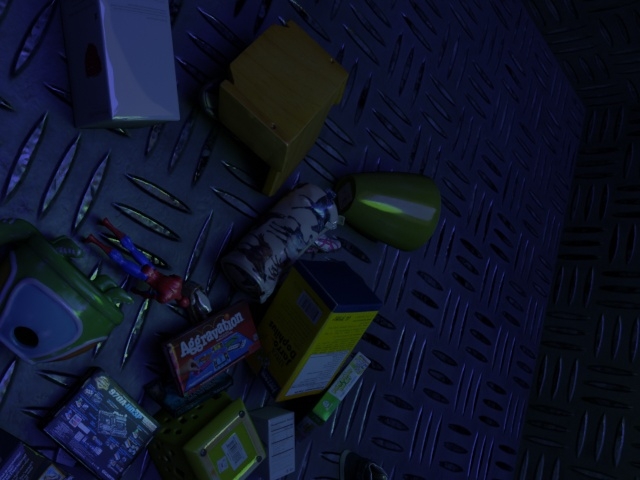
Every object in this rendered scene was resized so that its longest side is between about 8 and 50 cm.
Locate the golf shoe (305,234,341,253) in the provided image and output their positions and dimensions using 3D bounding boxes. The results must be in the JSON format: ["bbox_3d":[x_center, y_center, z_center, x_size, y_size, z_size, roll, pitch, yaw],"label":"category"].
[{"bbox_3d":[0.000,0.000,1.938,0.186,0.068,0.085,2,88,-47],"label":"golf shoe"}]

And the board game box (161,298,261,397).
[{"bbox_3d":[-0.273,0.271,1.574,0.281,0.027,0.145,-28,106,-48],"label":"board game box"}]

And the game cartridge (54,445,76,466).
[{"bbox_3d":[-0.566,0.467,1.386,0.056,0.017,0.083,44,60,-42],"label":"game cartridge"}]

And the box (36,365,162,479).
[{"bbox_3d":[-0.500,0.426,1.398,0.220,0.051,0.175,52,54,-21],"label":"box"}]

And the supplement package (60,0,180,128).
[{"bbox_3d":[-0.449,-0.406,1.370,0.175,0.178,0.292,-11,99,-47],"label":"supplement package"}]

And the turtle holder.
[{"bbox_3d":[-0.559,0.105,1.225,0.227,0.243,0.320,-46,134,-15],"label":"turtle holder"}]

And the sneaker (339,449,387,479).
[{"bbox_3d":[0.145,0.833,2.047,0.086,0.164,0.226,-13,102,-48],"label":"sneaker"}]

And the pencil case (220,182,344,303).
[{"bbox_3d":[-0.106,0.002,1.740,0.410,0.184,0.159,-48,154,-35],"label":"pencil case"}]

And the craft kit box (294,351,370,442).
[{"bbox_3d":[0.028,0.482,1.871,0.061,0.246,0.250,38,54,9],"label":"craft kit box"}]

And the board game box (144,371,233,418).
[{"bbox_3d":[-0.332,0.369,1.553,0.186,0.126,0.026,-24,130,-44],"label":"board game box"}]

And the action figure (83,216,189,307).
[{"bbox_3d":[-0.437,0.073,1.473,0.280,0.139,0.091,42,62,-14],"label":"action figure"}]

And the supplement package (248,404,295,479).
[{"bbox_3d":[-0.146,0.584,1.771,0.105,0.105,0.179,-4,93,-47],"label":"supplement package"}]

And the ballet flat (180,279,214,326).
[{"bbox_3d":[-0.309,0.199,1.614,0.073,0.067,0.206,-44,121,-38],"label":"ballet flat"}]

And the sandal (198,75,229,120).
[{"bbox_3d":[-0.238,-0.400,1.668,0.303,0.086,0.120,-42,134,-55],"label":"sandal"}]

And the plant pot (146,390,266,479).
[{"bbox_3d":[-0.281,0.518,1.553,0.227,0.207,0.228,-37,116,-39],"label":"plant pot"}]

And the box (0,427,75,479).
[{"bbox_3d":[-0.621,0.456,1.159,0.142,0.247,0.163,53,55,-32],"label":"box"}]

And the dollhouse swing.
[{"bbox_3d":[-0.132,-0.355,1.712,0.315,0.305,0.346,41,56,-10],"label":"dollhouse swing"}]

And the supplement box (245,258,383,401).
[{"bbox_3d":[-0.028,0.248,1.703,0.194,0.195,0.356,5,123,-47],"label":"supplement box"}]

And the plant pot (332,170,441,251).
[{"bbox_3d":[0.199,-0.122,2.032,0.294,0.275,0.274,13,82,-31],"label":"plant pot"}]
